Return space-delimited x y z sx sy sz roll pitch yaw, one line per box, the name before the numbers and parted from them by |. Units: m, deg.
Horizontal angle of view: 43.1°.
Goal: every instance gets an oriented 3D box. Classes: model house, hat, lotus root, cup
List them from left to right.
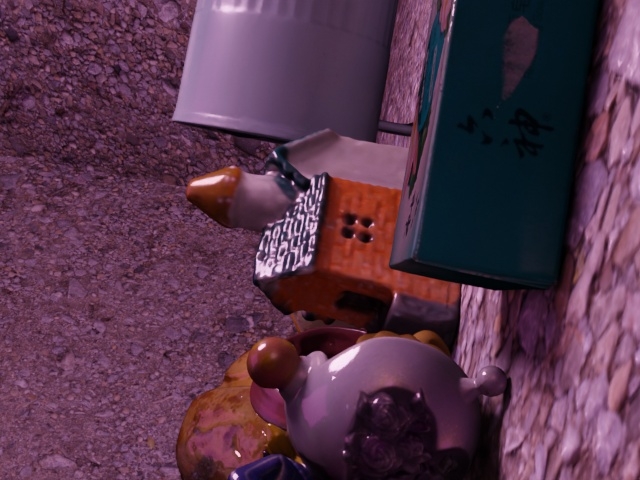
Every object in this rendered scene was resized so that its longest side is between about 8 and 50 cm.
lotus root | -0.075 0.280 1.187 0.316 0.250 0.316 -17 -70 -59
cup | -0.001 -0.270 1.006 0.257 0.331 0.311 -2 -77 -68
model house | 0.000 0.000 0.880 0.190 0.300 0.271 113 170 -54
hat | 0.012 0.188 1.030 0.205 0.205 0.089 -81 -16 -62

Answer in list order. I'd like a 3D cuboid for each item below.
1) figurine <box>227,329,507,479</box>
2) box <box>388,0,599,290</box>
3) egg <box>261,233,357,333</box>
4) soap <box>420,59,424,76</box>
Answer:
figurine | -0.006 0.163 0.579 0.133 0.274 0.194 -149 41 -68
box | 0.114 -0.093 0.551 0.153 0.092 0.245 109 172 -85
egg | 0.012 0.056 1.350 0.264 0.174 0.286 62 -174 -74
soap | 0.143 -0.185 0.793 0.183 0.063 0.121 -82 3 -61
